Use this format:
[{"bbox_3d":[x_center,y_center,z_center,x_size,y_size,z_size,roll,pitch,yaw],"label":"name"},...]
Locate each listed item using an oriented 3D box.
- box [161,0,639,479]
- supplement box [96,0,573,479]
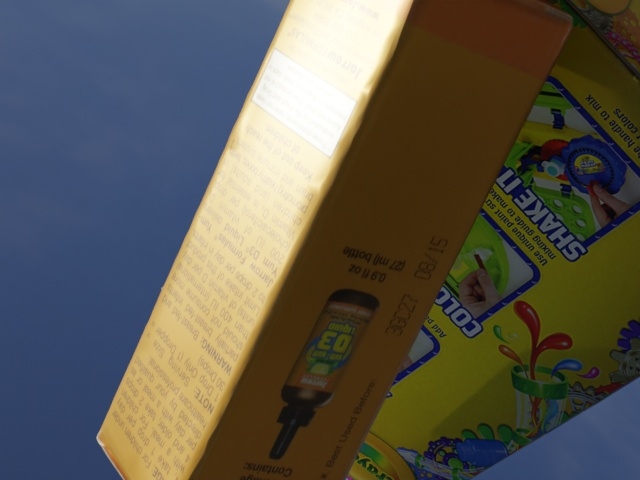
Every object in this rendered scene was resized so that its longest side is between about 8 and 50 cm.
[{"bbox_3d":[0.119,-0.049,0.764,0.177,0.279,0.290,46,-140,-3],"label":"box"},{"bbox_3d":[0.000,0.000,0.561,0.078,0.233,0.080,16,-167,-39],"label":"supplement box"}]
